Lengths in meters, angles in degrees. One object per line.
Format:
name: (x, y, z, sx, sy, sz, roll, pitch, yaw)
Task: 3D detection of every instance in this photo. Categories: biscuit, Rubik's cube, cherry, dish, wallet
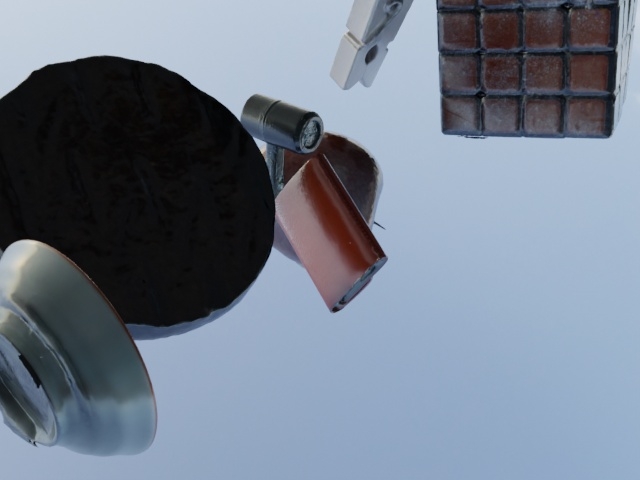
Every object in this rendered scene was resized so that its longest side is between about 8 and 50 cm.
biscuit: (-0.256, -0.059, 1.035, 0.407, 0.091, 0.408, 13, -120, -24)
Rubik's cube: (0.439, -0.409, 1.539, 0.344, 0.344, 0.337, 8, -154, 24)
cherry: (-0.015, -0.086, 1.432, 0.307, 0.221, 0.261, 18, -109, -3)
dish: (-0.286, 0.133, 0.790, 0.260, 0.260, 0.085, 43, -132, 15)
wallet: (0.011, -0.011, 1.158, 0.045, 0.142, 0.204, -5, -125, -45)

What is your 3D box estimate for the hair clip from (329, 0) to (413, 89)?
hair clip: (0.112, -0.447, 1.495, 0.101, 0.331, 0.085, -17, -123, -38)

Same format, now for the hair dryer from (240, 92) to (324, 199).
hair dryer: (-0.067, -0.123, 1.255, 0.124, 0.219, 0.071, 26, -144, 29)

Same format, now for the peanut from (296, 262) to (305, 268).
peanut: (0.000, 0.000, 1.719, 0.159, 0.109, 0.141, -13, -117, -23)
